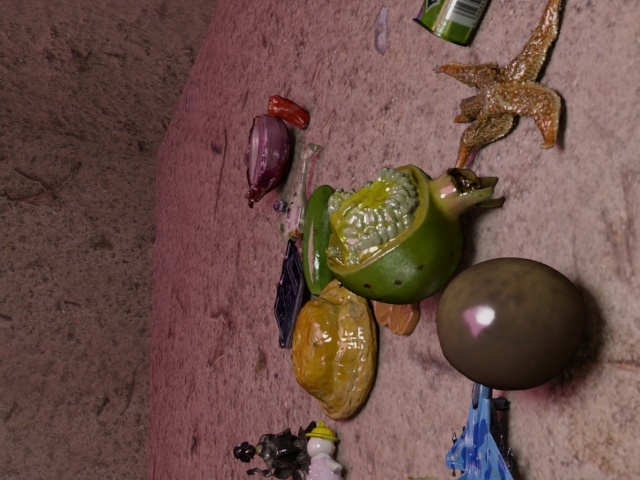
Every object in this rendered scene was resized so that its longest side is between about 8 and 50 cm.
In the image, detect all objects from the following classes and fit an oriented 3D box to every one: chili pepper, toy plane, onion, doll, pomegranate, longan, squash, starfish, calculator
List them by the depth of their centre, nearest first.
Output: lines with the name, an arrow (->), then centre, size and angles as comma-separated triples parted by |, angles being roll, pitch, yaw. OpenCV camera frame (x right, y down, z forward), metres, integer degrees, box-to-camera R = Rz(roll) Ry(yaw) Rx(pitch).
longan -> 0.260, 0.118, 1.051 | 0.220, 0.197, 0.196 | 169, 110, -68
toy plane -> 0.252, 0.295, 1.142 | 0.169, 0.078, 0.246 | -9, 66, 65
starfish -> 0.290, -0.261, 1.275 | 0.293, 0.084, 0.301 | -20, 67, 62
pomegranate -> 0.158, -0.023, 1.313 | 0.341, 0.260, 0.260 | -26, 52, 27
doll -> 0.005, 0.489, 1.609 | 0.129, 0.081, 0.207 | -43, 40, 43
squash -> -0.002, -0.001, 1.827 | 0.082, 0.082, 0.292 | 152, 125, -61
calculator -> -0.083, 0.145, 1.965 | 0.165, 0.028, 0.274 | -109, 25, -49
toy plane -> -0.056, -0.119, 2.003 | 0.108, 0.092, 0.286 | 10, 90, 45
chili pepper -> -0.094, -0.369, 2.135 | 0.070, 0.123, 0.073 | -42, 34, 37
onion -> -0.156, -0.229, 2.218 | 0.227, 0.120, 0.283 | 171, 107, -72

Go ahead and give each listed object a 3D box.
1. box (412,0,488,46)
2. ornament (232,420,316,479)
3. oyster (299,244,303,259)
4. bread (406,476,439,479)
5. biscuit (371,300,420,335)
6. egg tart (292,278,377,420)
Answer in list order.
box -> 0.288, -0.541, 1.375 | 0.345, 0.097, 0.134 | -67, 27, 27
ornament -> -0.117, 0.509, 1.737 | 0.153, 0.196, 0.166 | -57, 31, 40
oyster -> -0.029, 0.037, 1.897 | 0.038, 0.081, 0.083 | -32, 70, 16
bread -> 0.177, 0.457, 1.231 | 0.080, 0.084, 0.109 | 33, 110, 51
biscuit -> 0.143, 0.098, 1.524 | 0.236, 0.040, 0.144 | -109, 32, -52
egg tart -> 0.012, 0.233, 1.643 | 0.319, 0.128, 0.319 | -172, 90, -68
